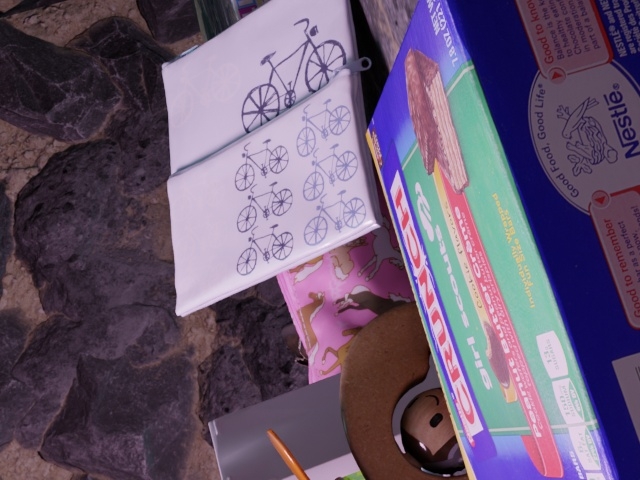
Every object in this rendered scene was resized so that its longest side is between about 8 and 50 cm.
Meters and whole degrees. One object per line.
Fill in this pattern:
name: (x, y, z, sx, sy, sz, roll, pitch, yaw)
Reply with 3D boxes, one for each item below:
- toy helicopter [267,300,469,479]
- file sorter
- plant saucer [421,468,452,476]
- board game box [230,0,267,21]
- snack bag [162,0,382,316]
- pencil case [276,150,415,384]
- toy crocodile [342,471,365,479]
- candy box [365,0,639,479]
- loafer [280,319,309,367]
toy helicopter: (0.108, 0.211, 0.861, 0.140, 0.235, 0.355, 93, 160, -70)
file sorter: (0.063, 0.222, 1.119, 0.193, 0.278, 0.173, -130, 21, -75)
plant saucer: (0.143, 0.329, 1.715, 0.317, 0.044, 0.317, 163, 90, -83)
board game box: (-0.066, -0.322, 1.602, 0.026, 0.103, 0.154, 126, 127, -82)
snack bag: (-0.069, -0.118, 1.354, 0.323, 0.037, 0.342, -25, 62, 40)
pencil case: (0.028, 0.036, 1.356, 0.160, 0.167, 0.386, 32, -150, -52)
toy crocodile: (0.072, 0.330, 1.752, 0.115, 0.105, 0.340, -118, 18, -63)
candy box: (0.128, 0.007, 0.682, 0.317, 0.122, 0.268, 106, 147, -80)
loafer: (0.015, 0.176, 2.004, 0.366, 0.134, 0.130, 102, 151, -77)
